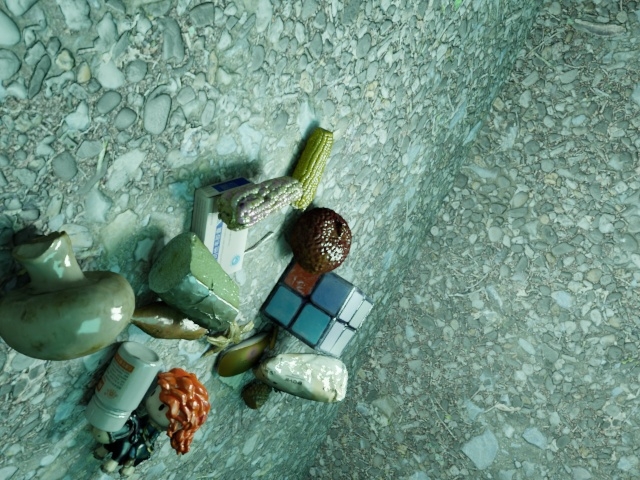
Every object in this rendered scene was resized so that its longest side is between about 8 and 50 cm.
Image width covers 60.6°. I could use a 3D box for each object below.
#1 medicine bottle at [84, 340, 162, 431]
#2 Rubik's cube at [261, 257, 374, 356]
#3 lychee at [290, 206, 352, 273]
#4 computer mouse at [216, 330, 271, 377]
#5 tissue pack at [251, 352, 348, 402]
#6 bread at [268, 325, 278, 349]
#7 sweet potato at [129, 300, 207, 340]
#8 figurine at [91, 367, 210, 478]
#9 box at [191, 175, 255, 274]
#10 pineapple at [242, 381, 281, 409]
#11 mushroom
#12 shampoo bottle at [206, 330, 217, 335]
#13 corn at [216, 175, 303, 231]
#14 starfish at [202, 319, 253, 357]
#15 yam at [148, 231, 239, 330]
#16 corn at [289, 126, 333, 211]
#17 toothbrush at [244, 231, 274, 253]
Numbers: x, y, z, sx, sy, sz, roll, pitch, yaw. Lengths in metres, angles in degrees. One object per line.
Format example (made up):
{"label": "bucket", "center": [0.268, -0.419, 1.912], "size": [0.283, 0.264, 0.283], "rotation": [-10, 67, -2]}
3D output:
{"label": "medicine bottle", "center": [-0.606, 0.448, 1.682], "size": [0.252, 0.145, 0.144], "rotation": [-62, 153, 2]}
{"label": "Rubik's cube", "center": [-0.005, 0.283, 2.346], "size": [0.316, 0.319, 0.313], "rotation": [-58, 154, -4]}
{"label": "lychee", "center": [0.000, 0.000, 2.156], "size": [0.261, 0.261, 0.260], "rotation": [-41, 148, -32]}
{"label": "computer mouse", "center": [-0.310, 0.478, 2.307], "size": [0.310, 0.072, 0.158], "rotation": [-13, 131, -56]}
{"label": "tissue pack", "center": [-0.093, 0.571, 2.350], "size": [0.390, 0.376, 0.194], "rotation": [129, -25, -72]}
{"label": "bread", "center": [-0.208, 0.435, 2.445], "size": [0.110, 0.025, 0.109], "rotation": [15, 90, -89]}
{"label": "sweet potato", "center": [-0.490, 0.244, 1.688], "size": [0.131, 0.131, 0.337], "rotation": [-59, 150, 2]}
{"label": "figurine", "center": [-0.578, 0.625, 1.874], "size": [0.412, 0.241, 0.305], "rotation": [-23, 116, -23]}
{"label": "box", "center": [-0.322, -0.025, 1.759], "size": [0.200, 0.065, 0.343], "rotation": [-25, 138, -48]}
{"label": "pineapple", "center": [-0.244, 0.684, 2.596], "size": [0.277, 0.130, 0.118], "rotation": [-28, 111, -42]}
{"label": "mushroom", "center": [-0.585, 0.122, 1.266], "size": [0.298, 0.298, 0.289], "rotation": [-20, 110, -52]}
{"label": "shampoo bottle", "center": [-0.399, 0.331, 2.045], "size": [0.137, 0.027, 0.048], "rotation": [-15, 139, -54]}
{"label": "corn", "center": [-0.179, -0.128, 1.698], "size": [0.335, 0.127, 0.126], "rotation": [-31, 143, -47]}
{"label": "starfish", "center": [-0.357, 0.369, 2.101], "size": [0.236, 0.062, 0.277], "rotation": [-32, 160, -20]}
{"label": "yam", "center": [-0.370, 0.140, 1.645], "size": [0.202, 0.202, 0.271], "rotation": [-25, 134, 24]}
{"label": "corn", "center": [-0.040, -0.258, 1.967], "size": [0.106, 0.106, 0.305], "rotation": [4, 110, -61]}
{"label": "toothbrush", "center": [-0.242, 0.023, 2.002], "size": [0.204, 0.017, 0.022], "rotation": [-41, 138, -31]}
